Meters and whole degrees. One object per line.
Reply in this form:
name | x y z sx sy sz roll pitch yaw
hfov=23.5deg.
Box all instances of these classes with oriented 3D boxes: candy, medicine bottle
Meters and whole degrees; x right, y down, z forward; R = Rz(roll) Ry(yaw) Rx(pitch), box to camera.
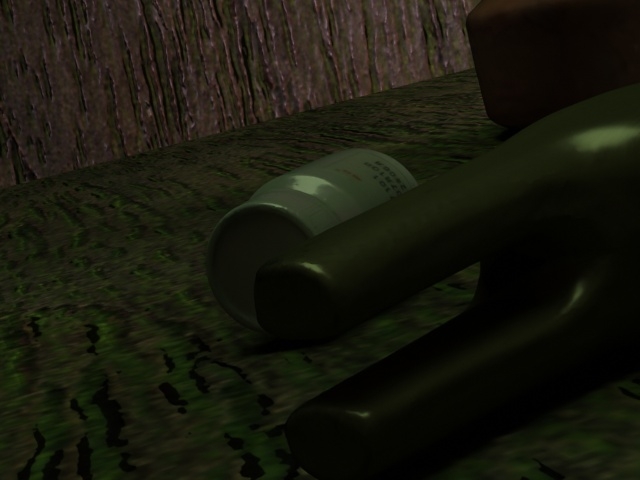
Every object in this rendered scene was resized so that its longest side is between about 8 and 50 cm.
candy | 0.223 -0.141 0.998 0.255 0.094 0.255 -13 8 2
medicine bottle | 0.000 0.000 0.526 0.052 0.052 0.089 -10 8 25

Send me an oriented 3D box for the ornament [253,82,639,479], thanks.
ornament | 0.146 -0.014 0.335 0.230 0.061 0.245 -4 15 42
